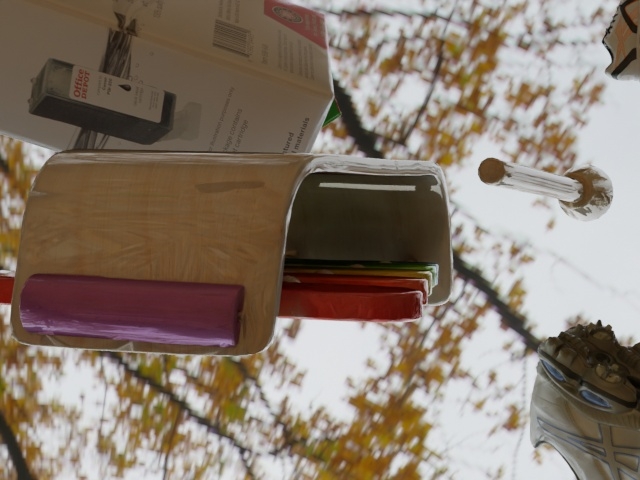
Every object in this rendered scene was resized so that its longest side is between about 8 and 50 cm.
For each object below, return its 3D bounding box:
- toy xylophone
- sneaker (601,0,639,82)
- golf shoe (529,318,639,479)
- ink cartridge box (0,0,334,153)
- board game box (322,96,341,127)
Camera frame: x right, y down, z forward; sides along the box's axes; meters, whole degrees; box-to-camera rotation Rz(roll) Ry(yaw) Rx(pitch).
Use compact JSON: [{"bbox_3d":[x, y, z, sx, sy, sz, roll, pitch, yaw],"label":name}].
[{"bbox_3d":[0.000,0.000,0.799,0.236,0.323,0.081,2,-87,26],"label":"toy xylophone"},{"bbox_3d":[0.282,-0.200,1.578,0.044,0.040,0.109,0,-95,11],"label":"sneaker"},{"bbox_3d":[0.181,0.120,0.901,0.069,0.086,0.176,-11,-142,-39],"label":"golf shoe"},{"bbox_3d":[-0.111,-0.108,1.015,0.218,0.092,0.158,19,-157,-10],"label":"ink cartridge box"},{"bbox_3d":[-0.073,-0.101,1.385,0.181,0.043,0.092,-36,-62,-30],"label":"board game box"}]
